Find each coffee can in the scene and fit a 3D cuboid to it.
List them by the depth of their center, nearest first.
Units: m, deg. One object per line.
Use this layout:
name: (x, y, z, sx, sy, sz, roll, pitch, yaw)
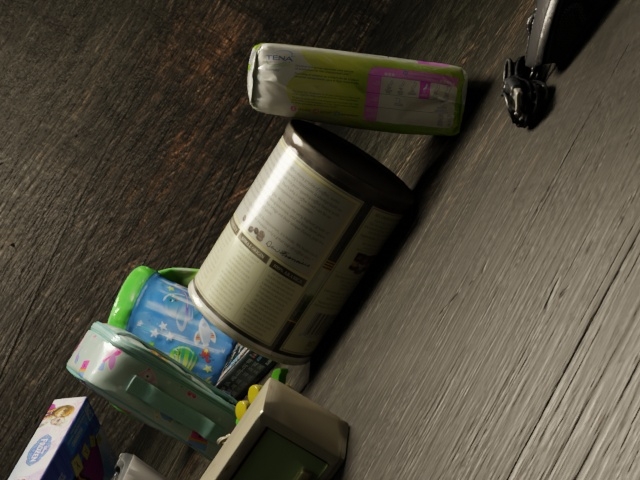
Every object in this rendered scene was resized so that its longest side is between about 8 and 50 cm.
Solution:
coffee can: (-0.028, 0.002, 1.909, 0.275, 0.201, 0.201, -57, 7, 14)

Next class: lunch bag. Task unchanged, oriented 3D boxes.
lunch bag: (-0.237, 0.232, 2.118, 0.108, 0.279, 0.224, -60, 18, -10)

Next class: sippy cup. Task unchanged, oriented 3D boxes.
sippy cup: (-0.251, 0.186, 2.499, 0.240, 0.224, 0.306, 68, -141, -77)

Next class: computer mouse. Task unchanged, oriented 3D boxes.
computer mouse: (0.264, -0.260, 1.515, 0.272, 0.072, 0.188, -56, 6, 18)

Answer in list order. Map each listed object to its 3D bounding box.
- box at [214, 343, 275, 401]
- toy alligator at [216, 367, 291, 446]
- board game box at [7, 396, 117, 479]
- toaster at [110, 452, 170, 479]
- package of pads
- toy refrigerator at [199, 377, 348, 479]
box: (-0.090, 0.154, 2.328, 0.220, 0.051, 0.175, -49, 12, 55)
toy alligator: (-0.086, 0.246, 1.915, 0.190, 0.056, 0.051, -54, 49, 36)
board game box: (-0.378, 0.461, 2.127, 0.065, 0.318, 0.319, -8, 31, 20)
toaster: (-0.271, 0.423, 2.043, 0.129, 0.146, 0.227, -57, 6, 19)
package of pads: (0.046, -0.211, 1.948, 0.229, 0.296, 0.101, -111, 27, -82)
toy refrigerator: (-0.085, 0.289, 1.483, 0.269, 0.102, 0.094, -56, 7, 18)
